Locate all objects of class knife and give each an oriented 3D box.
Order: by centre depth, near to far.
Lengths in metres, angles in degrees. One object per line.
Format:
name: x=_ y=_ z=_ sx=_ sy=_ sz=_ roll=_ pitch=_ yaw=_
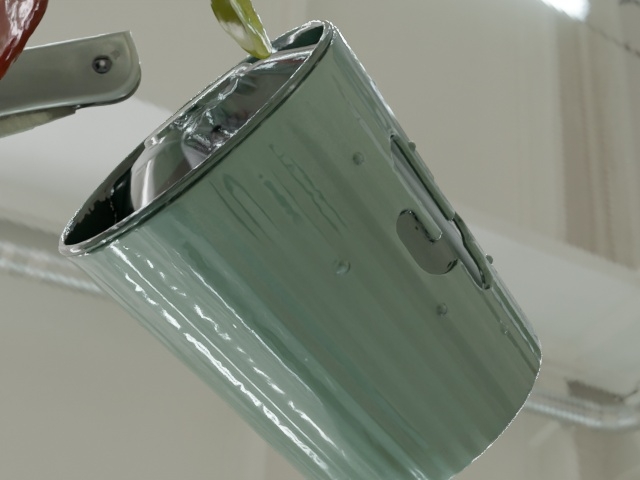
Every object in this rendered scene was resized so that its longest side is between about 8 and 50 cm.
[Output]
knife: x=-0.272 y=-0.108 z=0.989 sx=0.266 sy=0.040 sz=0.073 roll=-15 pitch=-104 yaw=-6

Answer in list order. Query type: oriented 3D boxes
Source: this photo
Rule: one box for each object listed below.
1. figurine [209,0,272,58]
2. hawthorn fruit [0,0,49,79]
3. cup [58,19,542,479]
figurine: x=-0.085 y=-0.175 z=0.402 sx=0.338 sy=0.204 sz=0.283 roll=17 pitch=-142 yaw=-9
hawthorn fruit: x=-0.286 y=-0.179 z=0.671 sx=0.271 sy=0.242 sz=0.242 roll=59 pitch=-143 yaw=-38
cup: x=0.013 y=-0.002 z=1.187 sx=0.392 sy=0.310 sz=0.401 roll=50 pitch=-122 yaw=-17
